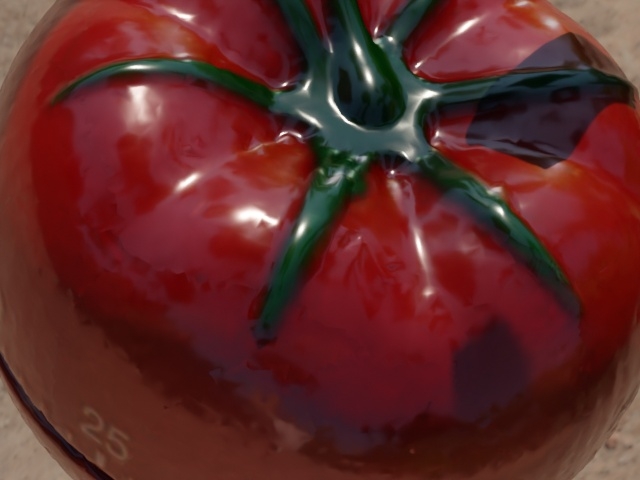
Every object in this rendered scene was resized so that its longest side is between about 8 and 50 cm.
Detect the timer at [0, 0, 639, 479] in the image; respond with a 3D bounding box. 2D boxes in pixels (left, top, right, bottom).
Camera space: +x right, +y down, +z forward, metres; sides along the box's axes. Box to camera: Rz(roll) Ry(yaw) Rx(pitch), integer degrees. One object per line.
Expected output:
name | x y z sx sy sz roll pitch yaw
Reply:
timer | 0.000 0.000 0.833 0.378 0.279 0.378 7 50 -8
